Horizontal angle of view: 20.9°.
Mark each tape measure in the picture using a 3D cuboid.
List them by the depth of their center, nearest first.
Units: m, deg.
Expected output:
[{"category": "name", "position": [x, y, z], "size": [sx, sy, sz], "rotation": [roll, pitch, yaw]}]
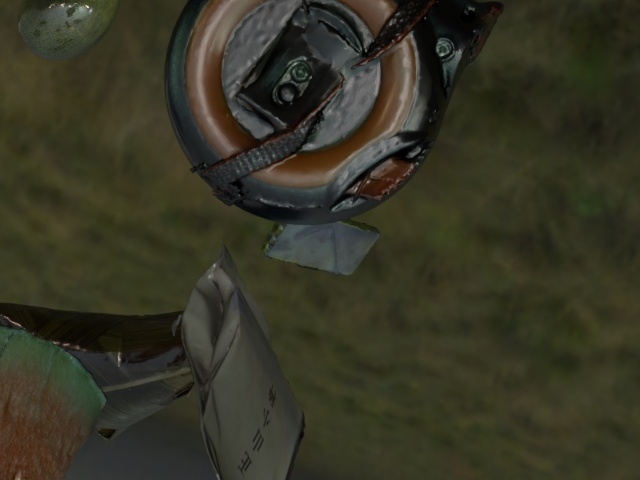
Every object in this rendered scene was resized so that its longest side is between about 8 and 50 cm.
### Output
[{"category": "tape measure", "position": [-0.005, -0.118, 1.223], "size": [0.202, 0.223, 0.135], "rotation": [32, 176, 5]}]

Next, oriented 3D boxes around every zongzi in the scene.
[{"category": "zongzi", "position": [-0.244, 0.107, 1.992], "size": [0.247, 0.111, 0.241], "rotation": [-28, 121, 37]}]

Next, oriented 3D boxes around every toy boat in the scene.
[{"category": "toy boat", "position": [0.000, 0.000, 1.674], "size": [0.115, 0.063, 0.016], "rotation": [15, -151, -41]}]

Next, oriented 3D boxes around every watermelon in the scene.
[{"category": "watermelon", "position": [-0.307, 0.203, 1.522], "size": [0.140, 0.257, 0.193], "rotation": [-2, 148, 29]}]

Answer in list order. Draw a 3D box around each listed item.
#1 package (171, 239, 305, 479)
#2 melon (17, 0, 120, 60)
[{"category": "package", "position": [-0.069, 0.157, 1.462], "size": [0.062, 0.251, 0.204], "rotation": [-9, 134, 12]}, {"category": "melon", "position": [-0.295, -0.269, 2.040], "size": [0.098, 0.130, 0.098], "rotation": [48, 173, 8]}]
